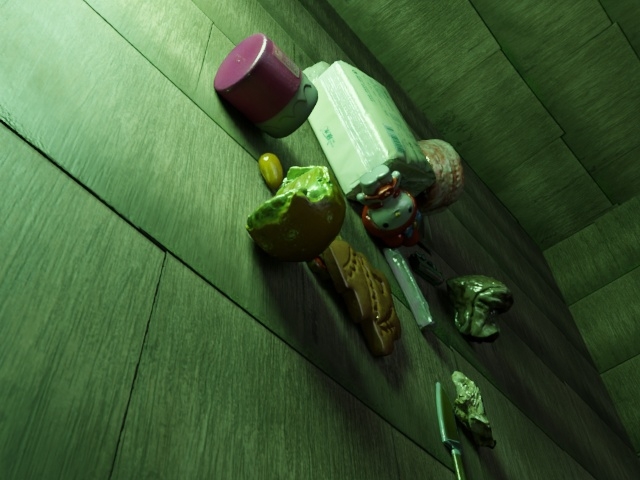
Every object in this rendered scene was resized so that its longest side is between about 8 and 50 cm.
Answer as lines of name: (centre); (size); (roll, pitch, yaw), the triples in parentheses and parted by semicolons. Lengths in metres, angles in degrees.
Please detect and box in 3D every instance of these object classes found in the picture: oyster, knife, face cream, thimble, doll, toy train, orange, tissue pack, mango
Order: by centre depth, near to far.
orange: (-0.036, -0.048, 1.412); (0.158, 0.179, 0.237); (48, 21, -10)
knife: (0.293, 0.446, 1.579); (0.061, 0.027, 0.343); (40, 26, -24)
mango: (-0.111, -0.154, 1.602); (0.060, 0.046, 0.089); (21, 52, -52)
face cream: (-0.127, -0.363, 1.692); (0.195, 0.175, 0.175); (37, 27, -35)
oyster: (0.356, 0.407, 1.721); (0.163, 0.081, 0.191); (72, 5, -46)
doll: (0.190, -0.075, 1.953); (0.130, 0.161, 0.290); (44, -15, 50)
tissue pack: (0.138, -0.300, 2.101); (0.297, 0.207, 0.380); (14, 45, -52)
toy train: (0.317, 0.082, 2.147); (0.148, 0.038, 0.070); (33, 30, -42)
thimble: (0.322, -0.195, 2.249); (0.162, 0.239, 0.239); (-8, 62, -39)
face cream: (0.320, -0.114, 2.402); (0.137, 0.084, 0.341); (38, 34, -42)

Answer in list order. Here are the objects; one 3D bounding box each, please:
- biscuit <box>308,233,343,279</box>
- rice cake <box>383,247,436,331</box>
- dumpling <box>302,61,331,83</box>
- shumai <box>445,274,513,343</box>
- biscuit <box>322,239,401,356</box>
biscuit: (0.000, 0.000, 1.616); (0.166, 0.036, 0.225); (52, 22, -11)
rice cake: (0.237, 0.125, 1.906); (0.055, 0.049, 0.269); (61, 5, -63)
dumpling: (0.006, -0.492, 2.252); (0.199, 0.118, 0.136); (-12, 65, -44)
shumai: (0.443, 0.203, 2.119); (0.185, 0.218, 0.183); (-51, 140, -28)
biscuit: (0.097, 0.108, 1.597); (0.306, 0.043, 0.283); (51, 24, -28)
